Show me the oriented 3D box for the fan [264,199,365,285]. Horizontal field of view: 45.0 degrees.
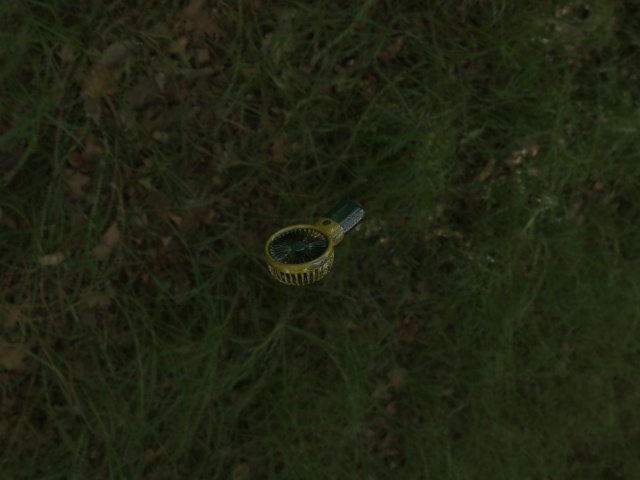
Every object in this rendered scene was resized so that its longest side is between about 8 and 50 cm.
[{"bbox_3d":[0.000,0.000,0.943,0.155,0.082,0.039,-39,137,-33],"label":"fan"}]
